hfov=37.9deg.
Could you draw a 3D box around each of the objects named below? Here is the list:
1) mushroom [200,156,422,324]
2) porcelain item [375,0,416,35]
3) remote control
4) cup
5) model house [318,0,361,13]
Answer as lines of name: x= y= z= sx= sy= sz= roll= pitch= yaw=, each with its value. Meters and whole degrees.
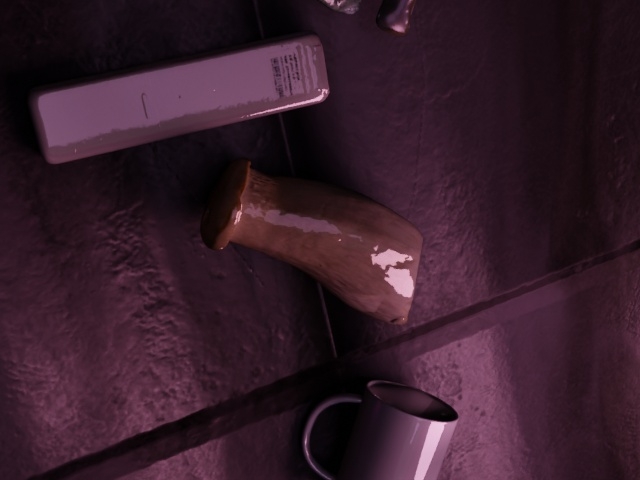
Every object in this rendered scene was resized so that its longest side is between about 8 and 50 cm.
mushroom: x=0.009 y=-0.002 z=0.861 sx=0.247 sy=0.108 sz=0.096 roll=25 pitch=53 yaw=-29
porcelain item: x=0.102 y=-0.287 z=0.831 sx=0.081 sy=0.069 sz=0.215 roll=13 pitch=99 yaw=-38
remote control: x=-0.117 y=-0.127 z=0.808 sx=0.261 sy=0.029 sz=0.067 roll=-16 pitch=111 yaw=-17
cup: x=0.059 y=0.213 z=0.956 sx=0.099 sy=0.136 sz=0.133 roll=1 pitch=108 yaw=-59
model house: x=0.011 y=-0.249 z=0.816 sx=0.079 sy=0.066 sz=0.083 roll=6 pitch=121 yaw=-36
